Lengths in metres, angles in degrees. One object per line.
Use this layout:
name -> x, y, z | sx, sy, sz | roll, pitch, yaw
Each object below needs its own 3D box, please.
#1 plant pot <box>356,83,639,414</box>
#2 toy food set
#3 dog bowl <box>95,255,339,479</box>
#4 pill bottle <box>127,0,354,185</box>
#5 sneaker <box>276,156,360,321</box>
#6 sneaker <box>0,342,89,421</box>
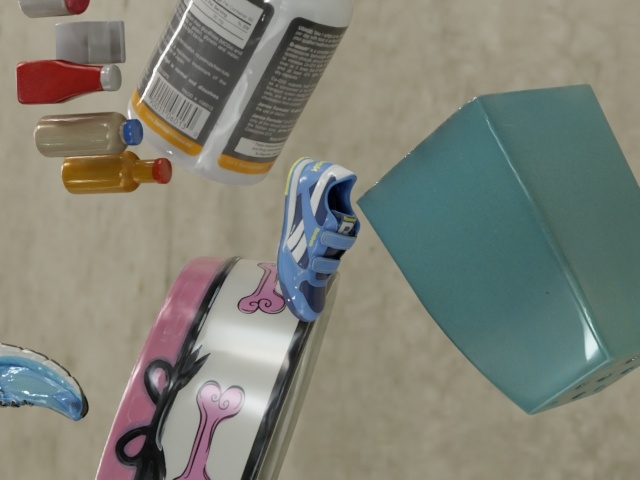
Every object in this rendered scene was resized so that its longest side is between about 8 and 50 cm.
plant pot -> 0.182, 0.015, 1.416 | 0.165, 0.166, 0.234 | -42, 68, 40
toy food set -> -0.204, -0.158, 1.529 | 0.104, 0.111, 0.232 | -1, 92, 22
dog bowl -> -0.114, 0.198, 1.706 | 0.408, 0.150, 0.408 | 20, -90, -86
pill bottle -> -0.065, -0.206, 1.654 | 0.278, 0.162, 0.162 | -60, 36, 20
sneaker -> 0.000, 0.000, 1.462 | 0.059, 0.053, 0.144 | 4, 92, 30
sneaker -> -0.263, 0.120, 1.337 | 0.063, 0.162, 0.073 | 88, -162, -68
